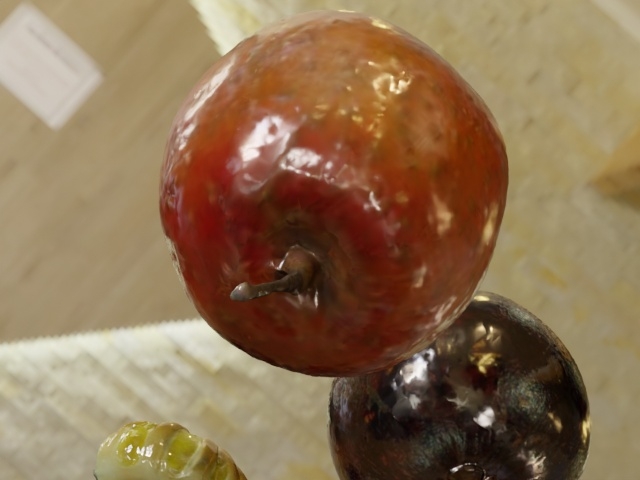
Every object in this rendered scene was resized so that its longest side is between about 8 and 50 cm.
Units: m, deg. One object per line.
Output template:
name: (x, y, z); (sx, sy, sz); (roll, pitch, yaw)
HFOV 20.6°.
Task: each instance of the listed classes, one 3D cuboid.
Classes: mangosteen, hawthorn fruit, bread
mangosteen: (0.138, 0.177, 1.804); (0.288, 0.288, 0.288); (41, -6, 6)
hawthorn fruit: (0.003, -0.013, 1.156); (0.235, 0.263, 0.231); (37, -28, -32)
bread: (-0.111, 0.201, 1.479); (0.157, 0.083, 0.094); (29, -29, -2)
